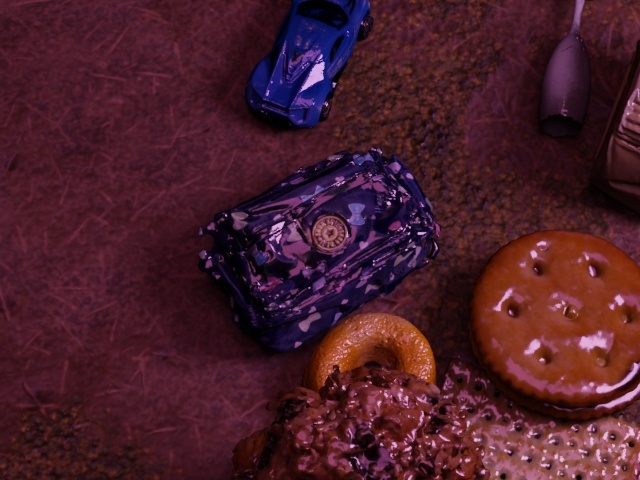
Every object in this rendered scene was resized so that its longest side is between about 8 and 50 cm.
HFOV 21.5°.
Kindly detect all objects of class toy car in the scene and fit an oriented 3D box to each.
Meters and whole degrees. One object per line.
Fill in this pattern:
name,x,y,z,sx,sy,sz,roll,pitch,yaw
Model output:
toy car,-0.010,-0.227,1.957,0.103,0.063,0.216,21,67,9

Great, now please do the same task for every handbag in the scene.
handbag,0.000,0.000,1.828,0.260,0.113,0.162,-28,62,-13

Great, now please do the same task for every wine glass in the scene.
wine glass,0.294,-0.216,1.958,0.066,0.066,0.198,10,65,4

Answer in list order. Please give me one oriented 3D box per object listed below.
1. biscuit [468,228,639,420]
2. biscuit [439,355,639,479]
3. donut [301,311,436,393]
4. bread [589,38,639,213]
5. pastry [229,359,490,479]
biscuit,0.265,0.088,1.806,0.220,0.066,0.220,2,60,-3
biscuit,0.227,0.219,1.781,0.231,0.016,0.139,18,67,8
donut,0.054,0.144,1.793,0.152,0.058,0.152,1,63,-2
bread,0.384,-0.149,1.856,0.109,0.192,0.210,20,66,6
pastry,0.036,0.234,1.665,0.274,0.275,0.193,7,29,2
